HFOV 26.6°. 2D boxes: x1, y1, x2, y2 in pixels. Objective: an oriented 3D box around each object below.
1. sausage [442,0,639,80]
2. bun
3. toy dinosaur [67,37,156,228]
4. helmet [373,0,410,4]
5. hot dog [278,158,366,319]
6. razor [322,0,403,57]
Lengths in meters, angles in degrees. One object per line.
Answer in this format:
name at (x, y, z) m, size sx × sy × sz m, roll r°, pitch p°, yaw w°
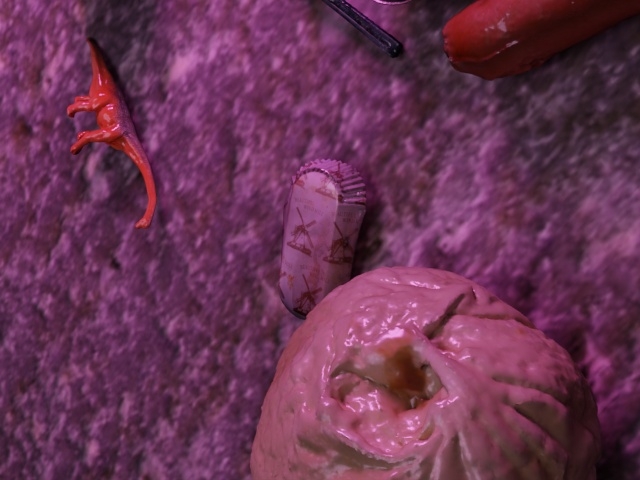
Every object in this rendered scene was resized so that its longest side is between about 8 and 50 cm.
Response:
sausage at (0.292, -0.247, 1.260) m, size 0.419 × 0.094 × 0.094 m, roll -20°, pitch 52°, yaw 40°
bun at (0.089, 0.174, 1.318) m, size 0.348 × 0.227 × 0.352 m, roll -9°, pitch 51°, yaw 17°
toy dinosaur at (-0.279, -0.141, 1.769) m, size 0.101 × 0.055 × 0.280 m, roll -16°, pitch 82°, yaw 17°
helmet at (0.099, -0.342, 1.405) m, size 0.153 × 0.107 × 0.177 m, roll 39°, pitch 137°, yaw 27°
hot dog at (0.000, 0.000, 1.551) m, size 0.108 × 0.059 × 0.191 m, roll 22°, pitch 110°, yaw 34°
razor at (0.022, -0.263, 1.520) m, size 0.190 × 0.033 × 0.066 m, roll 44°, pitch 121°, yaw 27°
